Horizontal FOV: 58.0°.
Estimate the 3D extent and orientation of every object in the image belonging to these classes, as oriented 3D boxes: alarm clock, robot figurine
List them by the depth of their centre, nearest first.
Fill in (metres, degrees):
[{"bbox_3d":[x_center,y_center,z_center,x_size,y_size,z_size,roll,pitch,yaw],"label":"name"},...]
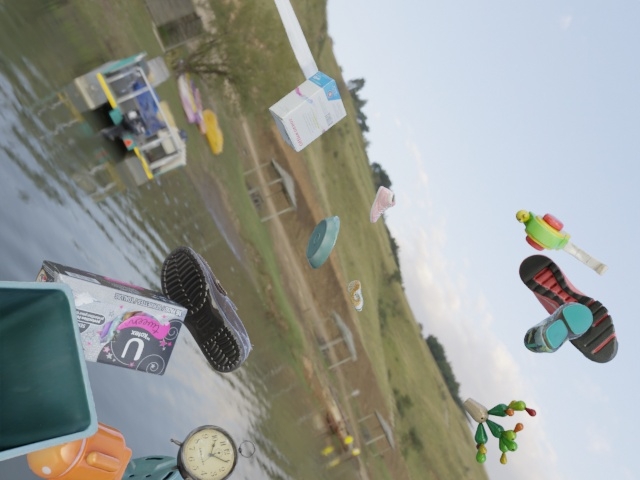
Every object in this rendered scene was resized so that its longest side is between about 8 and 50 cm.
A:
[{"bbox_3d":[-0.475,0.412,1.128,0.158,0.128,0.219,49,0,43],"label":"robot figurine"},{"bbox_3d":[-0.235,0.483,1.292,0.064,0.191,0.130,-58,-137,46],"label":"alarm clock"}]

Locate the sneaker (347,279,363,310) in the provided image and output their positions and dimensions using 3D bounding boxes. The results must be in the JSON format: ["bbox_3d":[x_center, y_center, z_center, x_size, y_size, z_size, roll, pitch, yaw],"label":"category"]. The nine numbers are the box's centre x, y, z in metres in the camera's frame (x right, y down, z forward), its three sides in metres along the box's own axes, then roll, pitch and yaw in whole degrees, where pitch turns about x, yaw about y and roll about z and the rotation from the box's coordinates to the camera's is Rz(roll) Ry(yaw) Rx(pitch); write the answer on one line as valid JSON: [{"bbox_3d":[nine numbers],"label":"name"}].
[{"bbox_3d":[0.083,0.132,1.363,0.083,0.031,0.037,-89,165,-49],"label":"sneaker"}]

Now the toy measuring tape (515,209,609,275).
[{"bbox_3d":[0.746,0.013,1.785,0.330,0.121,0.121,37,-7,6],"label":"toy measuring tape"}]

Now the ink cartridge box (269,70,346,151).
[{"bbox_3d":[-0.023,-0.236,1.062,0.052,0.122,0.089,42,-13,38],"label":"ink cartridge box"}]

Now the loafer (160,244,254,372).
[{"bbox_3d":[-0.296,0.180,1.507,0.366,0.133,0.130,60,10,17],"label":"loafer"}]

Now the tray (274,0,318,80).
[{"bbox_3d":[-0.047,-0.423,1.220,0.145,0.030,0.271,55,14,-63],"label":"tray"}]

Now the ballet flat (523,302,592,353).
[{"bbox_3d":[0.440,0.163,1.080,0.070,0.188,0.070,14,-71,46],"label":"ballet flat"}]

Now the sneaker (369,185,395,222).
[{"bbox_3d":[0.221,-0.116,2.024,0.070,0.135,0.051,24,16,22],"label":"sneaker"}]

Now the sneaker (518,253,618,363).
[{"bbox_3d":[0.637,0.168,1.461,0.136,0.116,0.314,30,25,-57],"label":"sneaker"}]

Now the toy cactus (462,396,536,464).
[{"bbox_3d":[0.482,0.507,1.606,0.112,0.219,0.180,-2,36,-48],"label":"toy cactus"}]

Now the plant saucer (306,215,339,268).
[{"bbox_3d":[0.000,0.000,1.186,0.021,0.119,0.119,25,11,-18],"label":"plant saucer"}]

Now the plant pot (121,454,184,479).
[{"bbox_3d":[-0.459,0.773,1.503,0.341,0.340,0.335,-149,-128,-84],"label":"plant pot"}]

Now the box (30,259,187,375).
[{"bbox_3d":[-0.410,0.149,1.091,0.247,0.142,0.163,22,-5,-35],"label":"box"}]

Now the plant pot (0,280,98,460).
[{"bbox_3d":[-0.532,0.214,0.850,0.247,0.252,0.247,15,56,-66],"label":"plant pot"}]
